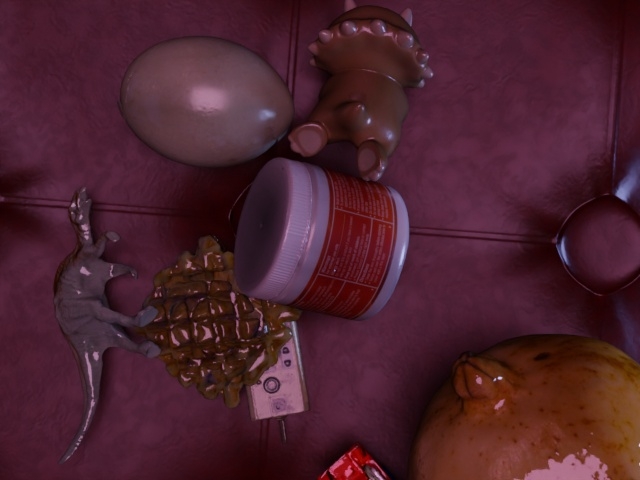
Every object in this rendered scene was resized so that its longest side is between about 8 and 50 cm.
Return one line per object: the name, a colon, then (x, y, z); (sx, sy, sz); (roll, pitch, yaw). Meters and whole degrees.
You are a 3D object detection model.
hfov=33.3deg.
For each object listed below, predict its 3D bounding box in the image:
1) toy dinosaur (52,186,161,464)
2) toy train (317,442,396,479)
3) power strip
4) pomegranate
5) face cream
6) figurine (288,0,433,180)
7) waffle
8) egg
toy dinosaur: (-0.319, 0.131, 1.552); (0.205, 0.092, 0.393); (17, 101, 27)
toy train: (0.096, 0.397, 1.566); (0.083, 0.131, 0.204); (-42, 79, 3)
power strip: (-0.075, 0.172, 1.603); (0.092, 0.034, 0.268); (-9, 89, -2)
pomegranate: (0.286, 0.289, 1.433); (0.410, 0.410, 0.410); (0, 89, -2)
face cream: (0.000, 0.000, 1.505); (0.187, 0.201, 0.201); (14, 88, -23)
figurine: (0.063, -0.235, 1.512); (0.177, 0.173, 0.247); (22, 44, 15)
waffle: (-0.161, 0.122, 1.568); (0.223, 0.054, 0.204); (39, 101, 9)
egg: (-0.162, -0.197, 1.531); (0.253, 0.186, 0.186); (4, 89, 1)
